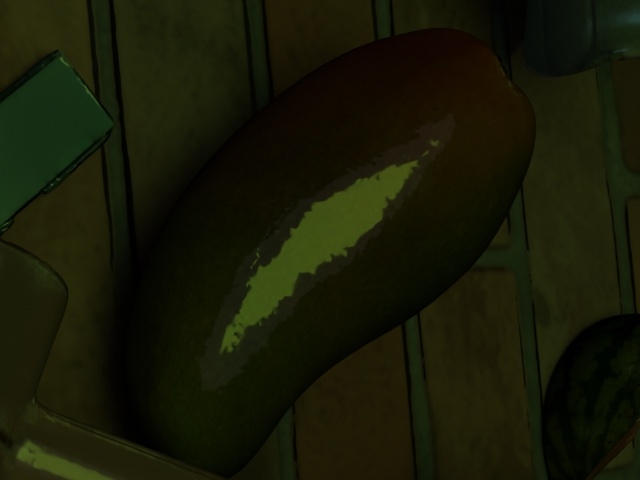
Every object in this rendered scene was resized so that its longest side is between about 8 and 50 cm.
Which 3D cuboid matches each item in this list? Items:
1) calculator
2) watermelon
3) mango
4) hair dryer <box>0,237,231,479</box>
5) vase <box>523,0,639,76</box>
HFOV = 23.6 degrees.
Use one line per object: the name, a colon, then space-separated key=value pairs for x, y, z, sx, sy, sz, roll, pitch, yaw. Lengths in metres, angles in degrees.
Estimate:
calculator: x=-0.174 y=-0.027 z=0.771 sx=0.172 sy=0.018 sz=0.057 roll=-48 pitch=113 yaw=-32
watermelon: x=0.196 y=0.090 z=1.022 sx=0.069 sy=0.087 sz=0.163 roll=38 pitch=52 yaw=16
mango: x=-0.001 y=-0.005 z=0.828 sx=0.289 sy=0.129 sz=0.146 roll=-39 pitch=127 yaw=-27
hair dryer: x=-0.083 y=0.137 z=0.699 sx=0.344 sy=0.107 sz=0.189 roll=24 pitch=66 yaw=-18
vase: x=0.109 y=-0.309 z=0.896 sx=0.250 sy=0.250 sz=0.445 roll=-51 pitch=119 yaw=-31
